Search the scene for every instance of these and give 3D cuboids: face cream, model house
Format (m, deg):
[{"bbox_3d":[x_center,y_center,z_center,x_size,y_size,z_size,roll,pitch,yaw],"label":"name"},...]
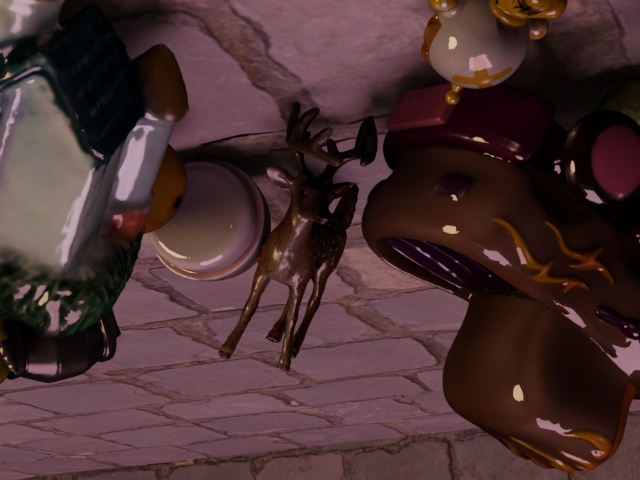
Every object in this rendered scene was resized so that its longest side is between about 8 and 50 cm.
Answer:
[{"bbox_3d":[-0.105,-0.018,1.134,0.117,0.117,0.104,-8,170,13],"label":"face cream"},{"bbox_3d":[-0.214,-0.103,0.818,0.253,0.184,0.291,27,123,-4],"label":"model house"}]

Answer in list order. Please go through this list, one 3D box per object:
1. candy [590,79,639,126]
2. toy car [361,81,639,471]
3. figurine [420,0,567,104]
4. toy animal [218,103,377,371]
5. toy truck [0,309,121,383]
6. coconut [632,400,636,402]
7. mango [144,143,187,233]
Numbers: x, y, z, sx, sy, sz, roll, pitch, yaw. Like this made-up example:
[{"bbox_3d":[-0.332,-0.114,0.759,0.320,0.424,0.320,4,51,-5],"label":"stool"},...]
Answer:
[{"bbox_3d":[0.323,-0.148,0.920,0.092,0.093,0.335,-43,177,-36],"label":"candy"},{"bbox_3d":[0.172,0.037,1.006,0.341,0.240,0.271,37,165,-21],"label":"toy car"},{"bbox_3d":[0.134,-0.160,0.835,0.143,0.068,0.101,-27,148,23],"label":"figurine"},{"bbox_3d":[-0.019,-0.007,1.111,0.087,0.260,0.243,20,-171,2],"label":"toy animal"},{"bbox_3d":[-0.339,0.097,1.288,0.224,0.165,0.147,-29,-179,-38],"label":"toy truck"},{"bbox_3d":[0.395,0.128,1.578,0.194,0.194,0.194,-3,162,-1],"label":"coconut"},{"bbox_3d":[-0.224,-0.054,1.037,0.227,0.099,0.136,-1,168,18],"label":"mango"}]
